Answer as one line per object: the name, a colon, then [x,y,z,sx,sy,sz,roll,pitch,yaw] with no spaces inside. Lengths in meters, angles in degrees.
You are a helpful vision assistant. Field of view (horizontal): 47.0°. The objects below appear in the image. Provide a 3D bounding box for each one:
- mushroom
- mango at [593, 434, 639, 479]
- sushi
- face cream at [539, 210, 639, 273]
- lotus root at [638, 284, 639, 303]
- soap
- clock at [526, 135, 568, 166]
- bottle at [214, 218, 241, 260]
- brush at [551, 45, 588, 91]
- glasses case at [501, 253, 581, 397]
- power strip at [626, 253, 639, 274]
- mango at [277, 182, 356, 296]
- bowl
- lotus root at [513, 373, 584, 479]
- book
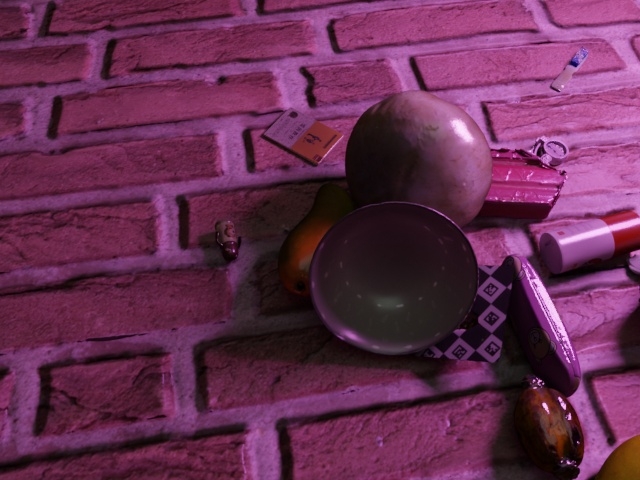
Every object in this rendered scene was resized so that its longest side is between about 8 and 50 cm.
mushroom: [0.213,-0.162,1.625,0.352,0.352,0.260,41,44,24]
mango: [0.559,0.478,1.293,0.175,0.143,0.293,19,71,40]
sushi: [0.285,0.157,1.549,0.231,0.047,0.220,0,59,30]
face cream: [0.609,0.003,1.647,0.214,0.096,0.096,-14,57,-10]
lotus root: [0.833,0.058,1.557,0.397,0.196,0.179,-35,28,-16]
soap: [0.450,-0.133,1.735,0.249,0.099,0.162,4,56,3]
clock: [0.555,-0.209,1.822,0.087,0.041,0.129,37,58,18]
bottle: [-0.208,0.001,1.670,0.063,0.047,0.101,-6,57,-17]
brush: [0.685,-0.469,2.008,0.033,0.030,0.178,36,62,10]
glasses case: [0.446,0.171,1.515,0.075,0.123,0.316,-11,57,-9]
power strip: [0.723,0.066,1.650,0.055,0.035,0.083,-20,45,-14]
mango: [0.004,0.003,1.619,0.146,0.129,0.289,18,58,26]
bowl: [0.147,0.052,1.512,0.337,0.337,0.157,3,24,1]
lotus root: [0.431,0.353,1.400,0.120,0.120,0.210,-8,56,-6]
book: [-0.043,-0.267,1.873,0.172,0.012,0.118,30,62,18]
